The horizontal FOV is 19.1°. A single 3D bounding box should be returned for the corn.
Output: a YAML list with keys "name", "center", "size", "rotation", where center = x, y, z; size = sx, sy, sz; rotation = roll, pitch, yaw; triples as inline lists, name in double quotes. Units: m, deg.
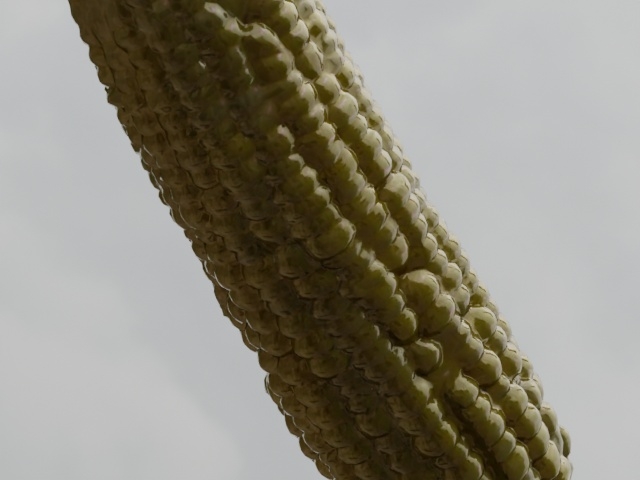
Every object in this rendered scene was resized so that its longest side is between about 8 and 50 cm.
- name: "corn"
  center: [0.000, 0.000, 0.633]
  size: [0.086, 0.086, 0.288]
  rotation: [-3, -56, 48]
